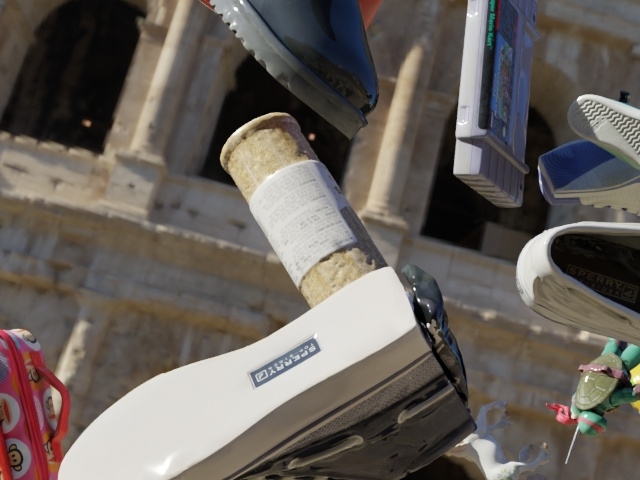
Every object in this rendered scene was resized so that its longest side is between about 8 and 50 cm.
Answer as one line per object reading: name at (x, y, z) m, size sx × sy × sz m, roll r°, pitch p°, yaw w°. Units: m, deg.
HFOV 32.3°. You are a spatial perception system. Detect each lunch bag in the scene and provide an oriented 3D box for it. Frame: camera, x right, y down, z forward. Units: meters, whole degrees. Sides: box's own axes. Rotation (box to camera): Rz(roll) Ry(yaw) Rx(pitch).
lunch bag at (-0.508, 0.288, 1.719) m, size 0.258 × 0.293 × 0.120 m, roll -17°, pitch -8°, yaw 11°

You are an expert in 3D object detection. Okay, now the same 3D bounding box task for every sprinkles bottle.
sprinkles bottle at (0.000, 0.000, 1.425) m, size 0.121 × 0.355 × 0.121 m, roll -27°, pitch -24°, yaw -13°

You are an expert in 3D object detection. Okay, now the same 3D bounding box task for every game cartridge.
game cartridge at (0.283, -0.247, 1.743) m, size 0.068 × 0.355 × 0.230 m, roll 2°, pitch -9°, yaw 23°

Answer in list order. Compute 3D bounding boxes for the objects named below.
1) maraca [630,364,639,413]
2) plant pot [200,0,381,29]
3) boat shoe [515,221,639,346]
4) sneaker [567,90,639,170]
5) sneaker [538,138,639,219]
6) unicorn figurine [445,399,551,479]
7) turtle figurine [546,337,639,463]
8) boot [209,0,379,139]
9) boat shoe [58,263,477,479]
maraca at (0.576, 0.266, 1.847) m, size 0.127 × 0.185 × 0.099 m, roll 9°, pitch -52°, yaw -23°
plant pot at (-0.045, -0.369, 1.394) m, size 0.243 × 0.275 × 0.275 m, roll 23°, pitch -20°, yaw -13°
boat shoe at (0.278, 0.040, 0.795) m, size 0.268 × 0.096 × 0.088 m, roll 18°, pitch -13°, yaw 4°
sneaker at (0.505, -0.148, 1.656) m, size 0.256 × 0.094 × 0.151 m, roll 33°, pitch 21°, yaw 19°
sneaker at (0.527, -0.078, 1.822) m, size 0.316 × 0.127 × 0.182 m, roll -10°, pitch -46°, yaw 4°
unicorn figurine at (0.193, 0.243, 1.306) m, size 0.162 × 0.111 × 0.060 m, roll 43°, pitch -26°, yaw 32°
turtle figurine at (0.419, 0.209, 1.562) m, size 0.175 × 0.234 × 0.118 m, roll 4°, pitch -31°, yaw 50°
boot at (0.080, -0.364, 1.080) m, size 0.146 × 0.445 × 0.367 m, roll 33°, pitch 18°, yaw -52°
boat shoe at (-0.030, 0.165, 0.903) m, size 0.341 × 0.127 × 0.158 m, roll -26°, pitch -55°, yaw 6°
